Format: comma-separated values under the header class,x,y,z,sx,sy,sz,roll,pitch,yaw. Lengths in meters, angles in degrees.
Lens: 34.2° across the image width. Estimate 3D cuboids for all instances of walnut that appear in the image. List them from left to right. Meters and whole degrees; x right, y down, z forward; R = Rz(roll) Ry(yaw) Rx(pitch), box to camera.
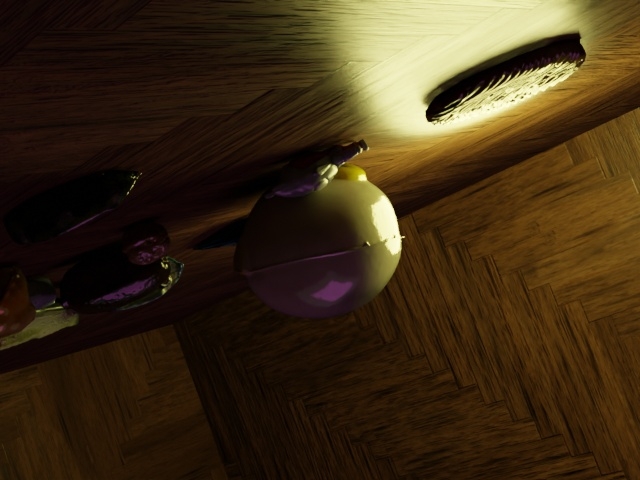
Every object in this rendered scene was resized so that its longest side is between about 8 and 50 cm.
class,x,y,z,sx,sy,sz,roll,pitch,yaw
walnut,-0.344,0.006,2.044,0.096,0.079,0.082,-19,172,-19

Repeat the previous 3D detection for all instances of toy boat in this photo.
class,x,y,z,sx,sy,sz,roll,pitch,yaw
toy boat,-0.664,0.136,2.123,0.260,0.078,0.085,-16,159,-46
toy boat,-0.438,0.100,2.372,0.262,0.114,0.115,-18,-173,4

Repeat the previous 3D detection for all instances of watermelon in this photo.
class,x,y,z,sx,sy,sz,roll,pitch,yaw
watermelon,-0.385,-0.047,1.574,0.245,0.063,0.119,-23,-173,16

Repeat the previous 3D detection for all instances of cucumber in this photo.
class,x,y,z,sx,sy,sz,roll,pitch,yaw
cucumber,-0.695,0.178,2.328,0.325,0.105,0.145,-16,146,-40

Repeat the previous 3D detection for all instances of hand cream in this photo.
class,x,y,z,sx,sy,sz,roll,pitch,yaw
hand cream,-0.203,-0.010,2.540,0.120,0.061,0.270,-15,177,-35

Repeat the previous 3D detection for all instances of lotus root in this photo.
class,x,y,z,sx,sy,sz,roll,pitch,yaw
lotus root,-0.427,0.075,2.173,0.241,0.124,0.123,-21,164,-1

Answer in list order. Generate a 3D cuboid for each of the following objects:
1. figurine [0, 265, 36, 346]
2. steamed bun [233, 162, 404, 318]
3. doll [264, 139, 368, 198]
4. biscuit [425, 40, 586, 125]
class,x,y,z,sx,sy,sz,roll,pitch,yaw
figurine,-0.631,0.147,1.983,0.156,0.131,0.246,24,129,-16
steamed bun,0.001,0.007,2.139,0.334,0.334,0.374,-23,175,19
doll,-0.012,-0.134,1.977,0.227,0.075,0.102,-31,-171,-24
biscuit,0.347,-0.289,1.955,0.318,0.040,0.318,-21,175,-2
